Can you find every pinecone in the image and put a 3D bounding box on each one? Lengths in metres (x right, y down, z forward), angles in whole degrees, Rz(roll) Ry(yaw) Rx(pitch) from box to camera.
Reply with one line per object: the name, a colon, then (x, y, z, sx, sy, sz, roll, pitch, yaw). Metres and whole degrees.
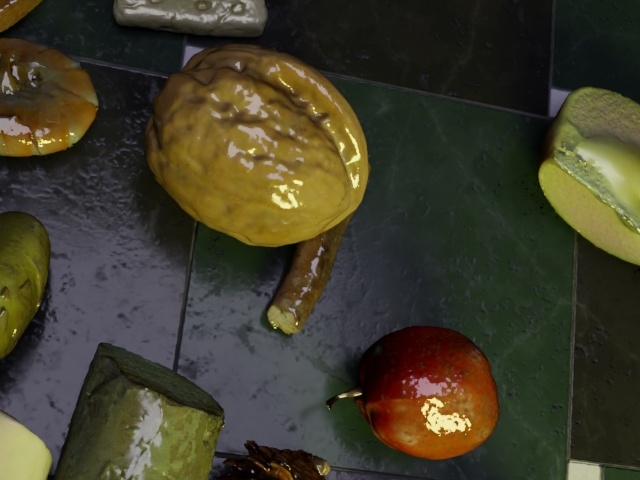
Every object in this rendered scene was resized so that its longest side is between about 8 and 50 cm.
pinecone: (-0.053, 0.301, 1.110, 0.173, 0.173, 0.173, 4, 75, -13)

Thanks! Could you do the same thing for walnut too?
walnut: (-0.069, -0.101, 1.178, 0.257, 0.257, 0.224, 36, 35, -3)

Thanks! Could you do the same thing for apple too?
apple: (0.397, -0.079, 1.346, 0.265, 0.120, 0.193, 36, 57, -6)

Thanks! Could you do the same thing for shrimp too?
shrimp: (-0.403, -0.169, 1.194, 0.287, 0.063, 0.152, 0, 73, -18)

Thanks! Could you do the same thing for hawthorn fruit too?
hawthorn fruit: (0.101, 0.174, 1.183, 0.194, 0.157, 0.157, -1, 76, -11)

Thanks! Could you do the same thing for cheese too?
cheese: (-0.162, -0.290, 1.299, 0.194, 0.043, 0.065, 1, 80, -16)

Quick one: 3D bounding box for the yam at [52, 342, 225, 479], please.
yam: (-0.203, 0.262, 1.073, 0.168, 0.168, 0.304, 19, 72, -9)

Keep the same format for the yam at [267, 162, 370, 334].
yam: (0.000, 0.000, 1.256, 0.057, 0.057, 0.241, 26, 72, -6)

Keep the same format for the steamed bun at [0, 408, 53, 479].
steamed bun: (-0.380, 0.255, 1.025, 0.170, 0.200, 0.225, 38, 56, -27)

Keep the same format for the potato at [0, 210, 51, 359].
potato: (-0.349, 0.056, 1.083, 0.113, 0.149, 0.251, 37, 25, -9)

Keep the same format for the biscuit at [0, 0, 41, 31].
biscuit: (-0.498, -0.379, 1.228, 0.367, 0.063, 0.314, 39, 73, -2)
